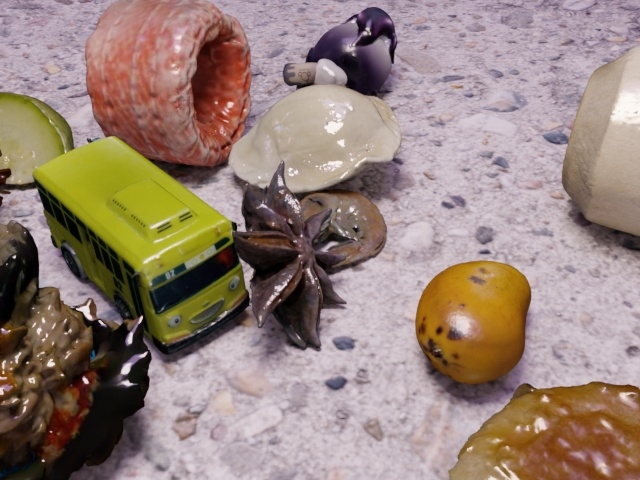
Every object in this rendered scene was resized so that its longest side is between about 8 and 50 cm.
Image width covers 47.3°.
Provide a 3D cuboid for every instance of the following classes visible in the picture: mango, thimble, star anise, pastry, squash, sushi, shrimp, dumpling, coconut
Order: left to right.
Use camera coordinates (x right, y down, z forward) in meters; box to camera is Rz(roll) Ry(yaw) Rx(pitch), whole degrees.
[{"bbox_3d":[-0.282,0.120,0.649,0.238,0.219,0.225,-53,28,-7],"label":"sushi"},{"bbox_3d":[-0.475,-0.154,1.132,0.237,0.155,0.204,-2,75,2],"label":"squash"},{"bbox_3d":[-0.212,-0.226,1.045,0.162,0.239,0.239,10,39,20],"label":"thimble"},{"bbox_3d":[-0.041,0.021,0.797,0.061,0.204,0.181,-19,5,32],"label":"star anise"},{"bbox_3d":[0.000,0.000,0.911,0.126,0.047,0.223,32,46,22],"label":"shrimp"},{"bbox_3d":[0.000,-0.130,1.010,0.252,0.131,0.179,-15,46,-10],"label":"dumpling"},{"bbox_3d":[0.160,0.077,0.768,0.115,0.090,0.178,19,38,9],"label":"mango"},{"bbox_3d":[0.221,0.225,0.554,0.257,0.120,0.235,12,43,13],"label":"pastry"},{"bbox_3d":[0.441,-0.111,0.887,0.266,0.237,0.237,21,43,25],"label":"coconut"}]

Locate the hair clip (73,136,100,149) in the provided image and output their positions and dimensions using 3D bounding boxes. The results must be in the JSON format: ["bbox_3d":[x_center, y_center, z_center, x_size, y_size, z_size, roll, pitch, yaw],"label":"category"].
[{"bbox_3d":[-0.310,-0.112,1.059,0.049,0.049,0.173,-24,42,-26],"label":"hair clip"}]

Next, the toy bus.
[{"bbox_3d":[-0.207,-0.004,0.831,0.128,0.150,0.262,-31,47,-31],"label":"toy bus"}]

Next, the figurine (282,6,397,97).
[{"bbox_3d":[0.045,-0.303,1.220,0.145,0.145,0.222,19,47,24],"label":"figurine"}]

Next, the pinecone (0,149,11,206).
[{"bbox_3d":[-0.480,-0.080,0.931,0.165,0.163,0.163,13,39,3],"label":"pinecone"}]
